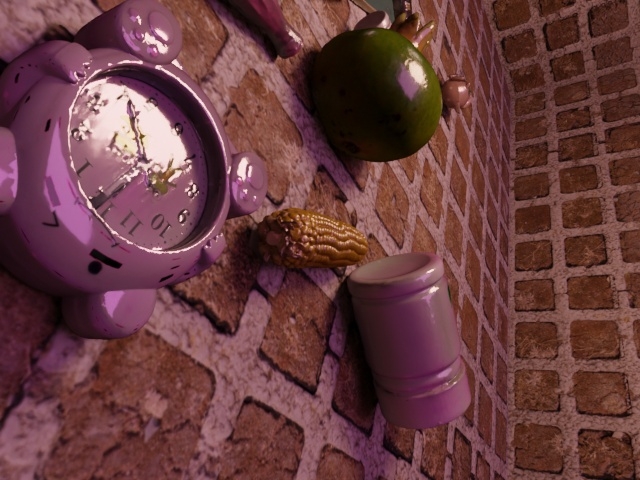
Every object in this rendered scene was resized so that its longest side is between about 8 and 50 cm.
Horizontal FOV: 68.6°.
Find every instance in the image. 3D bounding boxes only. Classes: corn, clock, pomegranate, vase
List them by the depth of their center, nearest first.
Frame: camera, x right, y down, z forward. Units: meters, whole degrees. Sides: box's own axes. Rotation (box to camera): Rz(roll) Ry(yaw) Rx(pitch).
[{"bbox_3d":[-0.217,-0.078,0.532,0.296,0.113,0.322,59,39,-32],"label":"clock"},{"bbox_3d":[-0.106,-0.411,0.818,0.214,0.086,0.086,39,52,-53],"label":"vase"},{"bbox_3d":[0.000,0.000,0.866,0.305,0.106,0.106,5,79,-59],"label":"corn"},{"bbox_3d":[0.161,-0.344,1.028,0.309,0.216,0.359,38,80,-37],"label":"pomegranate"}]

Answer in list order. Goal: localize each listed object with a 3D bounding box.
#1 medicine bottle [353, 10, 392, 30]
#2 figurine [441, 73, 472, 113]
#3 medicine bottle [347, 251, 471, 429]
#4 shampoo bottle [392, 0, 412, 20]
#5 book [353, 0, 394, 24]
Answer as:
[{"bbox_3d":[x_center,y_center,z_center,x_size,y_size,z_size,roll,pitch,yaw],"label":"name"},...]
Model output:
[{"bbox_3d":[0.171,-0.471,1.212,0.215,0.134,0.135,49,45,-41],"label":"medicine bottle"},{"bbox_3d":[0.523,-0.566,1.803,0.125,0.125,0.138,-46,132,-51],"label":"figurine"},{"bbox_3d":[0.194,0.207,1.021,0.212,0.211,0.326,-30,107,-56],"label":"medicine bottle"},{"bbox_3d":[0.253,-0.733,1.475,0.057,0.063,0.208,-5,89,-48],"label":"shampoo bottle"},{"bbox_3d":[0.131,-0.821,1.325,0.264,0.031,0.380,-4,87,-57],"label":"book"}]
